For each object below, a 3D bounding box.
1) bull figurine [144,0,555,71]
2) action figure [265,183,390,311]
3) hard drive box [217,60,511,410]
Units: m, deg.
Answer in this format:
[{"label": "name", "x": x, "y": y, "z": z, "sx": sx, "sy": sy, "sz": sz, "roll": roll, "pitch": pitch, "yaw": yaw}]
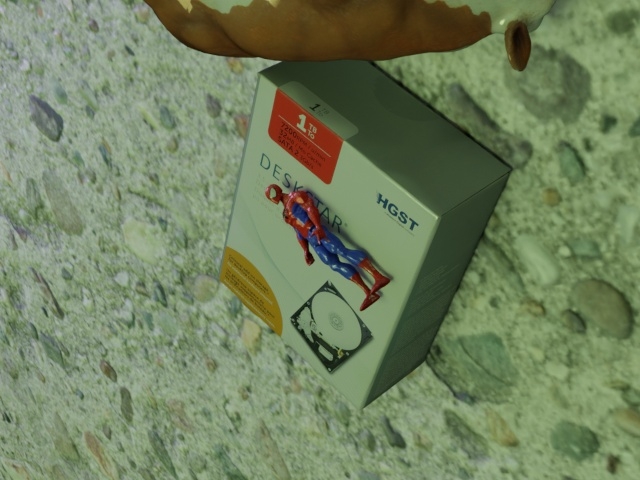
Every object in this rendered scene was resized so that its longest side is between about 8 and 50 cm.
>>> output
[{"label": "bull figurine", "x": -0.007, "y": -0.173, "z": 0.641, "sx": 0.310, "sy": 0.101, "sz": 0.188, "roll": 1, "pitch": 157, "yaw": 38}, {"label": "action figure", "x": 0.000, "y": 0.000, "z": 0.746, "sx": 0.115, "sy": 0.030, "sz": 0.038, "roll": 48, "pitch": 147, "yaw": 17}, {"label": "hard drive box", "x": 0.022, "y": -0.009, "z": 0.812, "sx": 0.181, "sy": 0.089, "sz": 0.232, "roll": 40, "pitch": 139, "yaw": 23}]
